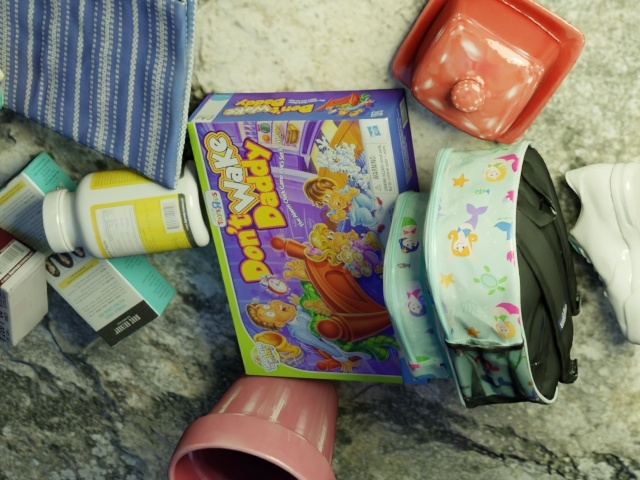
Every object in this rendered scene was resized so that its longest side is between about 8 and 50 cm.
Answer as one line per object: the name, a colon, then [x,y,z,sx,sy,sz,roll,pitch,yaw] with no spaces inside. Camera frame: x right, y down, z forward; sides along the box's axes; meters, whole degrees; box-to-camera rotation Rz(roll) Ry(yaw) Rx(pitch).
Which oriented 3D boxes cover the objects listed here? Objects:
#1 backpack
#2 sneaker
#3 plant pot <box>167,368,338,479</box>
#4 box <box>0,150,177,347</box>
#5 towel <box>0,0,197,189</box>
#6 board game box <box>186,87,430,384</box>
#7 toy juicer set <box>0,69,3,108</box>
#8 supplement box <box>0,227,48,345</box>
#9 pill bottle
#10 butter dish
backpack: [0.168,0.025,1.379,0.191,0.225,0.253,1,139,16]
sneaker: [0.313,0.012,1.439,0.094,0.080,0.212,2,116,33]
plant pot: [-0.063,0.248,1.642,0.201,0.180,0.201,13,136,13]
box: [-0.301,0.013,1.661,0.100,0.060,0.244,-32,107,34]
towel: [-0.288,-0.217,1.475,0.336,0.040,0.243,26,129,20]
board game box: [0.000,0.000,1.532,0.233,0.078,0.347,1,122,20]
toy juicer set: [-0.425,-0.194,1.516,0.329,0.089,0.209,-41,70,51]
supplement box: [-0.457,0.017,1.668,0.239,0.073,0.130,31,145,14]
pill bottle: [-0.223,-0.033,1.552,0.184,0.103,0.103,-7,120,7]
butter dish: [0.158,-0.167,1.340,0.160,0.118,0.160,31,128,-2]
